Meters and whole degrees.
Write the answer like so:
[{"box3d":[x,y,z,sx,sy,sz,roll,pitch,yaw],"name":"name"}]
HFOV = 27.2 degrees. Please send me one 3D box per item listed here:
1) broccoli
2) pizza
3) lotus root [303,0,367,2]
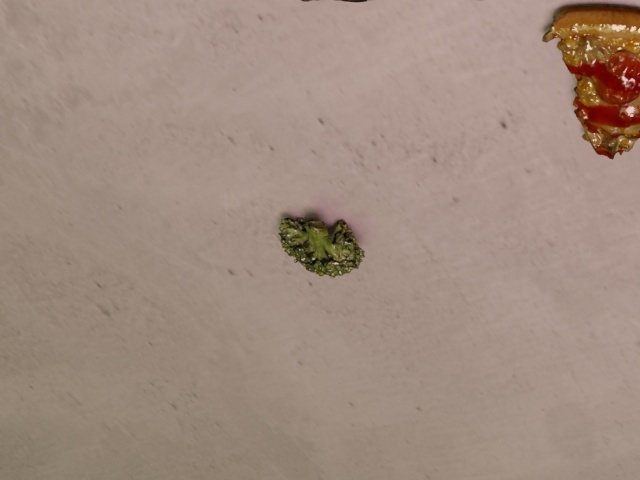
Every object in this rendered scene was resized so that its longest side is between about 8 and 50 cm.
[{"box3d":[0.000,0.000,1.645,0.095,0.097,0.092,-16,140,-6],"name":"broccoli"},{"box3d":[0.316,-0.149,1.375,0.188,0.062,0.199,13,139,11],"name":"pizza"},{"box3d":[0.011,-0.363,1.148,0.173,0.173,0.309,7,101,15],"name":"lotus root"}]
